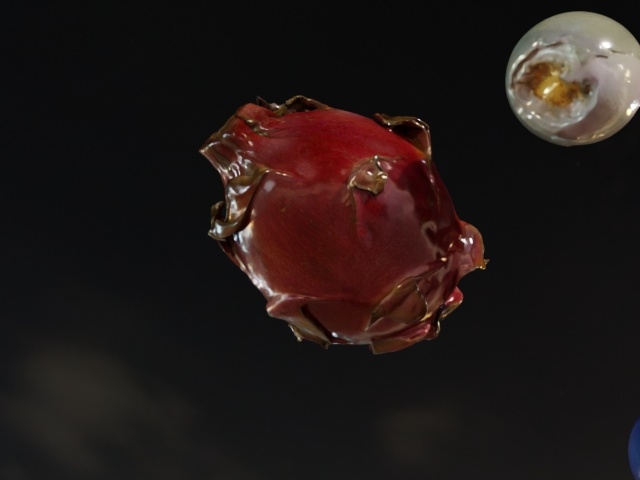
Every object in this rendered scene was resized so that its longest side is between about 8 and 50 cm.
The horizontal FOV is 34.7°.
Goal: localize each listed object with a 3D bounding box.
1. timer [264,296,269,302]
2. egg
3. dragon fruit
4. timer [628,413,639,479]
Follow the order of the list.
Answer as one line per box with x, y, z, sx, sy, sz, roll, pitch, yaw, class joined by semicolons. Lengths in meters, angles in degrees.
0.000;0.000;1.553;0.215;0.230;0.229;-22;-36;13;timer
0.353;-0.222;1.397;0.183;0.183;0.217;-36;-6;40;egg
0.026;-0.019;1.069;0.250;0.315;0.250;-27;4;2;dragon fruit
0.388;0.335;1.035;0.270;0.383;0.270;-4;1;0;timer
